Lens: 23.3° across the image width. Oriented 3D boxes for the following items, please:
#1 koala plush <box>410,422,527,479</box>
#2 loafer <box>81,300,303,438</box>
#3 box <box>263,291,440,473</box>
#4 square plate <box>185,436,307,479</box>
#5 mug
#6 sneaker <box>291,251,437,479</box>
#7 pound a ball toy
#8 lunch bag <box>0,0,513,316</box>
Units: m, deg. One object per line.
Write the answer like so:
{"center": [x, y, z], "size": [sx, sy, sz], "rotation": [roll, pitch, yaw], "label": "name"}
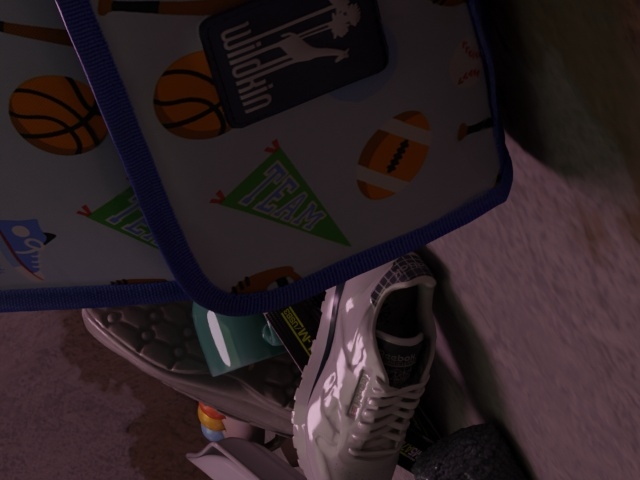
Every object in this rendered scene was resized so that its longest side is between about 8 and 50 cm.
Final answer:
{"center": [0.098, 0.299, 1.212], "size": [0.196, 0.221, 0.203], "rotation": [48, 162, 50], "label": "koala plush"}
{"center": [-0.111, 0.136, 1.682], "size": [0.319, 0.112, 0.111], "rotation": [27, 151, -2], "label": "loafer"}
{"center": [0.023, 0.113, 1.408], "size": [0.191, 0.045, 0.184], "rotation": [55, -173, 30], "label": "box"}
{"center": [-0.012, 0.358, 1.981], "size": [0.344, 0.049, 0.347], "rotation": [38, 166, -2], "label": "square plate"}
{"center": [-0.056, 0.069, 1.566], "size": [0.157, 0.129, 0.097], "rotation": [-23, 84, 44], "label": "mug"}
{"center": [0.041, 0.117, 1.221], "size": [0.095, 0.090, 0.235], "rotation": [30, 119, 56], "label": "sneaker"}
{"center": [-0.082, 0.238, 2.071], "size": [0.208, 0.135, 0.319], "rotation": [60, 169, 15], "label": "pound a ball toy"}
{"center": [-0.106, -0.135, 0.839], "size": [0.239, 0.385, 0.328], "rotation": [-74, -26, -46], "label": "lunch bag"}
